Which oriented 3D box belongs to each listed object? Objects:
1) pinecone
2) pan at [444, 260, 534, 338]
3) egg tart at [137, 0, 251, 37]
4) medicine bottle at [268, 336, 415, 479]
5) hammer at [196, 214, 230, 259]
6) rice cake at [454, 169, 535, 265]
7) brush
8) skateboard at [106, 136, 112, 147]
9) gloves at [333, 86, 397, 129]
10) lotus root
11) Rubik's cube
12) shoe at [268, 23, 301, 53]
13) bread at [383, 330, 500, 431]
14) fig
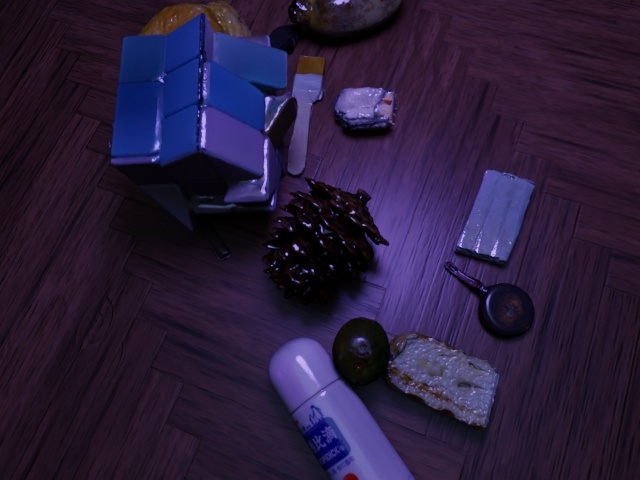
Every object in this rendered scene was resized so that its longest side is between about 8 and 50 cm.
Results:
[{"bbox_3d":[0.000,0.000,1.005,0.272,0.224,0.224,-44,72,3],"label":"pinecone"},{"bbox_3d":[0.347,0.109,1.025,0.212,0.040,0.115,42,74,16],"label":"pan"},{"bbox_3d":[-0.333,-0.445,1.225,0.352,0.153,0.339,-19,73,0],"label":"egg tart"},{"bbox_3d":[0.025,0.336,0.927,0.130,0.130,0.341,-34,71,-7],"label":"medicine bottle"},{"bbox_3d":[-0.300,-0.072,1.154,0.125,0.027,0.297,-36,71,-3],"label":"hammer"},{"bbox_3d":[0.382,-0.056,1.080,0.124,0.038,0.211,18,73,11],"label":"rice cake"},{"bbox_3d":[-0.041,-0.310,1.218,0.085,0.020,0.336,6,72,7],"label":"brush"},{"bbox_3d":[-0.477,-0.220,1.192,0.064,0.083,0.032,-20,70,-3],"label":"skateboard"},{"bbox_3d":[0.104,-0.309,1.178,0.153,0.070,0.114,7,80,15],"label":"gloves"},{"bbox_3d":[0.067,-0.602,1.241,0.309,0.173,0.173,-21,70,-3],"label":"lotus root"},{"bbox_3d":[-0.231,-0.225,1.019,0.358,0.368,0.387,-1,77,6],"label":"Rubik's cube"},{"bbox_3d":[-0.103,-0.499,1.272,0.071,0.049,0.179,11,49,20],"label":"shoe"},{"bbox_3d":[0.233,0.263,0.961,0.232,0.088,0.128,24,83,6],"label":"bread"},{"bbox_3d":[0.086,0.194,0.957,0.117,0.177,0.117,7,113,16],"label":"fig"}]
